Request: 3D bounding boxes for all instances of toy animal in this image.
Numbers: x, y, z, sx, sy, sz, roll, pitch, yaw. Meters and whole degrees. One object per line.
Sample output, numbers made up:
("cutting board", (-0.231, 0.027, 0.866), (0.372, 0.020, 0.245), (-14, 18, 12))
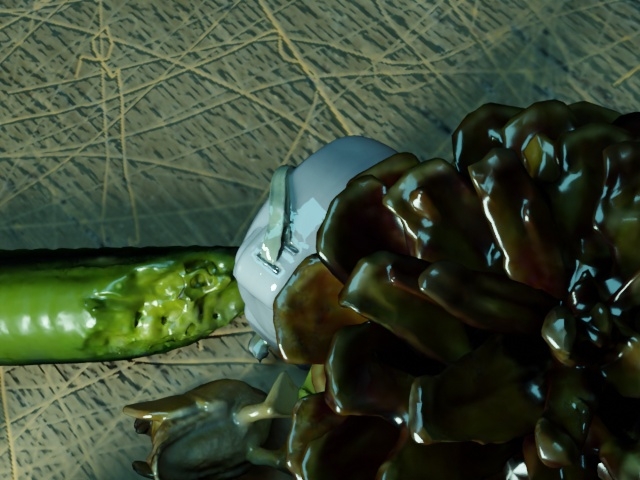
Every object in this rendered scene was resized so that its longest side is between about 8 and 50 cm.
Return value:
("toy animal", (-0.107, 0.155, 1.388), (0.179, 0.188, 0.089), (-4, 98, 34))

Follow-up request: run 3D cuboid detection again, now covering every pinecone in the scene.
("pinecone", (0.156, 0.097, 1.139), (0.398, 0.398, 0.398), (-11, 60, 20))

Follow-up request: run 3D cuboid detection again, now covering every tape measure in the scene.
("tape measure", (0.003, -0.001, 1.397), (0.105, 0.196, 0.178), (39, 71, 19))

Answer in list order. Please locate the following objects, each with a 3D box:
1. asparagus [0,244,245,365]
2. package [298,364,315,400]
("asparagus", (-0.221, 0.057, 1.521), (0.382, 0.128, 0.108), (-3, 98, 23))
("package", (0.081, 0.086, 1.367), (0.226, 0.090, 0.168), (-52, 37, -5))
